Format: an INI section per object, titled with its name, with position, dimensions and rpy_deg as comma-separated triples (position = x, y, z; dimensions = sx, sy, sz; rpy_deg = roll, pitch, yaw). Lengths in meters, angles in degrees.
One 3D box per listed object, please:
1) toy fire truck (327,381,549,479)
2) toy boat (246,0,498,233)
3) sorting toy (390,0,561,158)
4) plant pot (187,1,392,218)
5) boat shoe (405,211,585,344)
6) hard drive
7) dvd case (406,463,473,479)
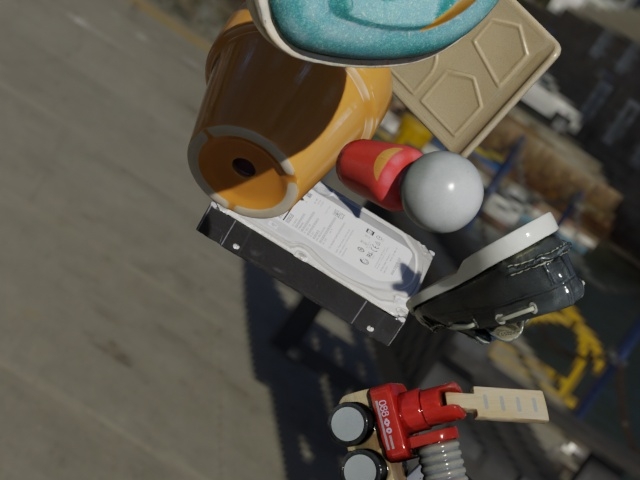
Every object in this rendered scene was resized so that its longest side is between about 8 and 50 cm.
[toy fire truck]
position = 0.163, 0.274, 2.000
dimensions = 0.158, 0.246, 0.217
rpy_deg = 18, 56, -69
[toy boat]
position = 0.070, -0.168, 1.271
dimensions = 0.267, 0.318, 0.148
rpy_deg = -16, 23, -33
[sorting toy]
position = 0.220, -0.289, 2.145
dimensions = 0.229, 0.307, 0.041
rpy_deg = 50, 23, 20
[plant pot]
position = -0.048, -0.131, 1.706
dimensions = 0.205, 0.205, 0.188
rpy_deg = 33, 48, -5
[boat shoe]
position = 0.169, 0.060, 1.577
dimensions = 0.091, 0.114, 0.302
rpy_deg = 62, -15, 7
[hard drive]
position = 0.000, 0.000, 2.428
dimensions = 0.339, 0.064, 0.237
rpy_deg = 31, 31, 1
[dvd case]
position = 0.148, 0.393, 2.154
dimensions = 0.022, 0.180, 0.253
rpy_deg = 48, -4, -24
